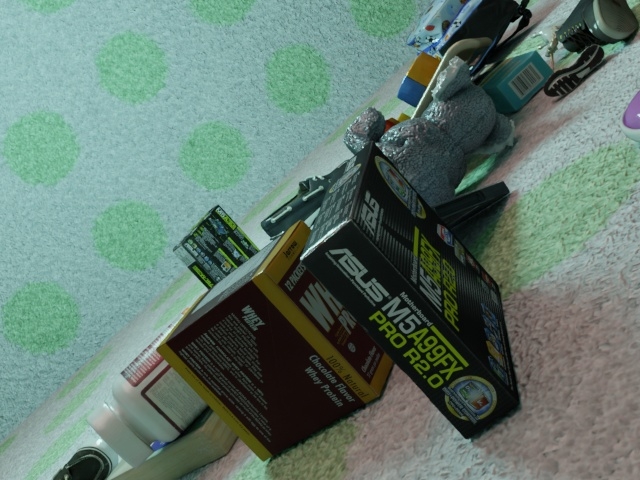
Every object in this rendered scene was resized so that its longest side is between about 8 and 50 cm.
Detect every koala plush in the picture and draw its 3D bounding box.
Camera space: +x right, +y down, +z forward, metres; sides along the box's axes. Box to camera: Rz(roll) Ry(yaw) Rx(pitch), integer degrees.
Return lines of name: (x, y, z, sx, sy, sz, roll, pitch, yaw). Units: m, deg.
koala plush: (0.188, -0.156, 1.356, 0.221, 0.196, 0.203, -42, 22, -1)

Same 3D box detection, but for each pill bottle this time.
pill bottle: (-0.213, 0.203, 1.226, 0.221, 0.121, 0.121, -45, 11, -14)

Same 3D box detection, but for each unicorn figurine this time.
unicorn figurine: (0.444, -0.384, 1.627, 0.162, 0.060, 0.111, -44, 10, -8)

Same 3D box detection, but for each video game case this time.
video game case: (0.112, -0.002, 1.141, 0.196, 0.026, 0.274, -34, -8, 37)

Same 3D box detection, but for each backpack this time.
backpack: (0.330, -0.489, 2.119, 0.276, 0.213, 0.263, -48, 1, -15)

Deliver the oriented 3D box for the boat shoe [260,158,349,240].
boat shoe: (-0.021, -0.110, 2.145, 0.302, 0.091, 0.114, -47, 12, -23)

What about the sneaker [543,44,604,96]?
sneaker: (0.403, -0.264, 1.384, 0.109, 0.040, 0.044, -37, -5, 12)

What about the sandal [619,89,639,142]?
sandal: (0.430, -0.201, 0.823, 0.169, 0.102, 0.416, -46, 11, -21)

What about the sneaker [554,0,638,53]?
sneaker: (0.453, -0.346, 1.448, 0.118, 0.083, 0.222, -54, 6, 33)

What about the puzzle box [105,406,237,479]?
puzzle box: (-0.156, 0.225, 1.408, 0.272, 0.052, 0.409, -33, 14, 39)

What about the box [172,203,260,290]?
box: (-0.234, 0.035, 2.075, 0.045, 0.190, 0.184, -33, 15, 37)

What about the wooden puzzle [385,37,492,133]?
wooden puzzle: (0.173, -0.231, 1.586, 0.348, 0.080, 0.322, -57, -6, 19)

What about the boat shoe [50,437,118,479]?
boat shoe: (-0.435, 0.430, 1.562, 0.219, 0.078, 0.070, -45, 6, 35)

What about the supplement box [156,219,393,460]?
supplement box: (-0.045, 0.120, 1.030, 0.194, 0.191, 0.129, -36, 10, 31)

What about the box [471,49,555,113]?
box: (0.338, -0.289, 1.633, 0.100, 0.060, 0.244, -43, 11, -4)

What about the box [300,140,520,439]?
box: (0.089, 0.032, 0.828, 0.060, 0.216, 0.270, -39, 10, 18)
